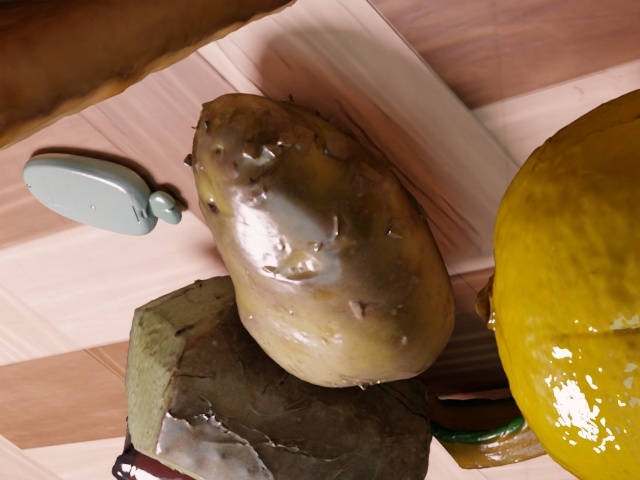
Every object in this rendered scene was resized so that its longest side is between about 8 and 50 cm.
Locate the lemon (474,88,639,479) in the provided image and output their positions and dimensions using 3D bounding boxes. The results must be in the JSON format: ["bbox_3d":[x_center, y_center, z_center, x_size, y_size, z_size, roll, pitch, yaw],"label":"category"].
[{"bbox_3d":[0.253,0.035,0.907,0.297,0.297,0.297,16,148,10],"label":"lemon"}]

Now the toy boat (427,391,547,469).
[{"bbox_3d":[0.158,0.157,1.345,0.229,0.089,0.088,-20,92,46],"label":"toy boat"}]

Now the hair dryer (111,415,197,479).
[{"bbox_3d":[-0.052,0.180,1.508,0.312,0.123,0.340,10,137,-1],"label":"hair dryer"}]

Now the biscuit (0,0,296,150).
[{"bbox_3d":[-0.297,-0.103,0.963,0.429,0.446,0.104,5,118,47],"label":"biscuit"}]

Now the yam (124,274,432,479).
[{"bbox_3d":[-0.045,0.151,1.327,0.271,0.201,0.202,23,171,-24],"label":"yam"}]

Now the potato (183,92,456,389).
[{"bbox_3d":[0.000,0.000,1.141,0.191,0.141,0.296,9,144,39],"label":"potato"}]

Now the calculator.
[{"bbox_3d":[-0.195,-0.040,1.308,0.153,0.021,0.095,14,148,18],"label":"calculator"}]
